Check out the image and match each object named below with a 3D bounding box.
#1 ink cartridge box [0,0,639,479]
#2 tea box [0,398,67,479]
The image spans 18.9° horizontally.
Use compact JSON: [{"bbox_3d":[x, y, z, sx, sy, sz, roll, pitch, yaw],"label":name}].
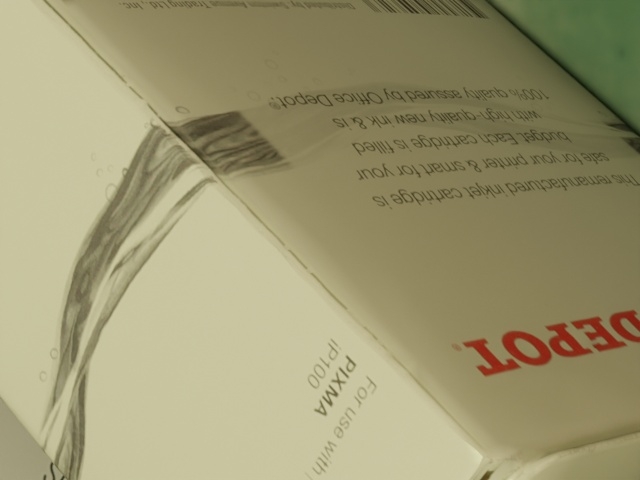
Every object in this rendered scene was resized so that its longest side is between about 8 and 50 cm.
[{"bbox_3d":[0.000,0.000,0.589,0.283,0.207,0.117,46,122,30],"label":"ink cartridge box"},{"bbox_3d":[-0.202,0.198,0.607,0.329,0.323,0.220,44,150,-21],"label":"tea box"}]
